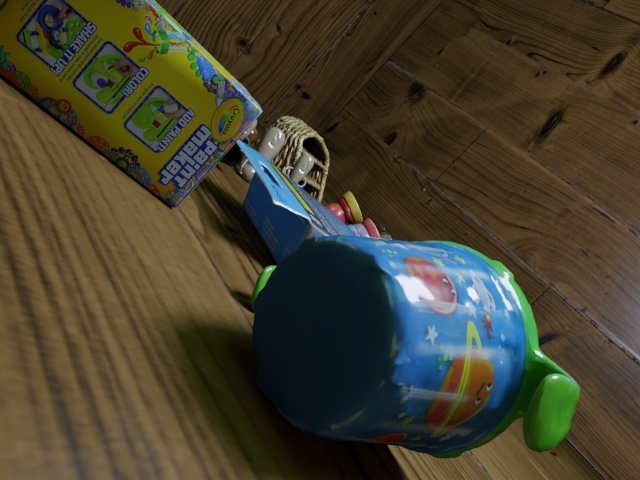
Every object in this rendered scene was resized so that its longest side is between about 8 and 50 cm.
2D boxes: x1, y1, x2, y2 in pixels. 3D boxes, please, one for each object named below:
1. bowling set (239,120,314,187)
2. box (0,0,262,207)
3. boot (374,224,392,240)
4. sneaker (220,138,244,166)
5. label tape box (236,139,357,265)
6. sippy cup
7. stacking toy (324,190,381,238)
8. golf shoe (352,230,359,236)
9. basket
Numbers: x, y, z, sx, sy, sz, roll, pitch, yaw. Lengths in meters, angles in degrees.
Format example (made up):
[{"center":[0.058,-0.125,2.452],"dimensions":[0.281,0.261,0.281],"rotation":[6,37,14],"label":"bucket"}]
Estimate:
[{"center":[-0.177,-0.225,1.281],"dimensions":[0.287,0.154,0.200],"rotation":[39,-9,-27],"label":"bowling set"},{"center":[-0.251,-0.235,0.697],"dimensions":[0.279,0.177,0.290],"rotation":[41,8,-23],"label":"box"},{"center":[0.204,0.001,1.647],"dimensions":[0.087,0.042,0.119],"rotation":[121,-42,-70],"label":"boot"},{"center":[-0.248,-0.231,0.982],"dimensions":[0.293,0.102,0.146],"rotation":[22,37,-58],"label":"sneaker"},{"center":[-0.033,-0.010,0.888],"dimensions":[0.347,0.115,0.249],"rotation":[34,12,-40],"label":"label tape box"},{"center":[0.062,0.096,0.484],"dimensions":[0.224,0.305,0.240],"rotation":[18,53,-48],"label":"sippy cup"},{"center":[0.114,0.014,1.700],"dimensions":[0.309,0.130,0.280],"rotation":[-120,-171,-54],"label":"stacking toy"},{"center":[0.054,0.055,1.123],"dimensions":[0.085,0.068,0.186],"rotation":[4,47,-17],"label":"golf shoe"},{"center":[-0.059,-0.258,1.646],"dimensions":[0.223,0.213,0.299],"rotation":[46,8,17],"label":"basket"}]
